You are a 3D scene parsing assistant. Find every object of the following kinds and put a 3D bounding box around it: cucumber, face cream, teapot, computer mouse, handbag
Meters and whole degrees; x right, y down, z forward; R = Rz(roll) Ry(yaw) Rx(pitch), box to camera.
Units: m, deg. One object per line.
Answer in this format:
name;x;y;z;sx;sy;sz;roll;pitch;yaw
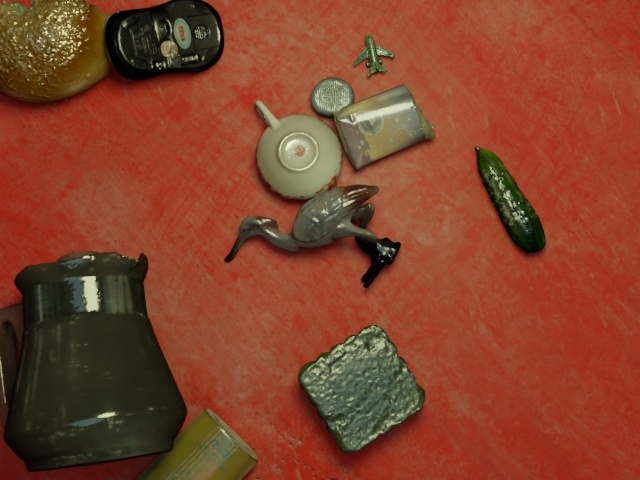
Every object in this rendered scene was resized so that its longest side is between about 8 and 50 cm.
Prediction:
cucumber;0.349;-0.079;1.748;0.069;0.069;0.227;-28;84;-2
face cream;-0.258;0.454;1.709;0.139;0.067;0.285;43;87;6
teapot;-0.426;0.211;1.646;0.376;0.305;0.362;-15;75;28
computer mouse;-0.292;-0.372;1.742;0.233;0.096;0.137;-13;94;-30
teapot;-0.047;-0.165;1.747;0.159;0.116;0.246;-33;80;9
handbag;0.119;-0.216;1.748;0.173;0.095;0.117;-22;117;0

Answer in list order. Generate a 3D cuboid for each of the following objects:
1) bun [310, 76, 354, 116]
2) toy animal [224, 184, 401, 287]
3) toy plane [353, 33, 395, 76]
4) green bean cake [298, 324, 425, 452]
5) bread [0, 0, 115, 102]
bun;0.023;-0.269;1.775;0.083;0.045;0.083;0;86;4
toy animal;-0.011;-0.022;1.713;0.324;0.090;0.195;8;111;2
toy plane;0.099;-0.352;1.788;0.080;0.033;0.083;-12;79;0
green bean cake;0.075;0.266;1.709;0.185;0.094;0.183;-33;86;-2
bread;-0.534;-0.352;1.724;0.313;0.171;0.192;12;82;2
